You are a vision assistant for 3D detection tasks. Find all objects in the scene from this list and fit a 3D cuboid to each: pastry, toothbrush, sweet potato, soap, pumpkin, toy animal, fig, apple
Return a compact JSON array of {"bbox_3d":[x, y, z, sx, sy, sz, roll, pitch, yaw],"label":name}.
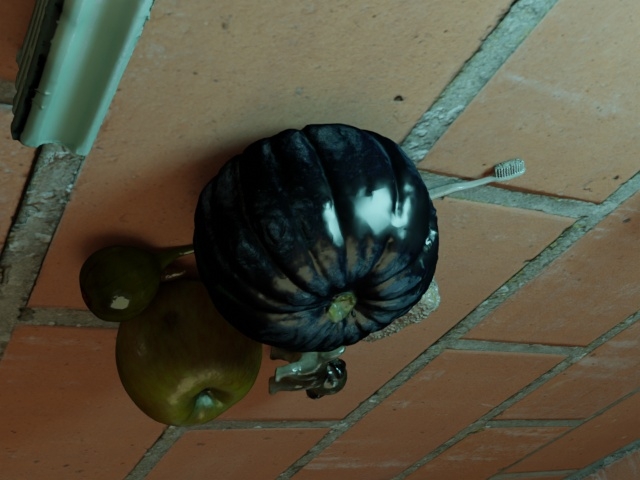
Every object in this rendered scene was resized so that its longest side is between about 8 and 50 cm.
[{"bbox_3d":[0.126,0.136,1.526,0.265,0.103,0.112,-27,128,29],"label":"pastry"},{"bbox_3d":[0.197,-0.083,1.300,0.307,0.025,0.029,-17,139,3],"label":"toothbrush"},{"bbox_3d":[-0.275,0.057,1.318,0.095,0.034,0.034,-5,147,5],"label":"sweet potato"},{"bbox_3d":[-0.250,-0.223,0.804,0.094,0.150,0.261,10,140,-28],"label":"soap"},{"bbox_3d":[0.000,0.000,1.130,0.363,0.266,0.363,-10,142,-8],"label":"pumpkin"},{"bbox_3d":[-0.028,0.263,1.629,0.168,0.121,0.233,1,156,3],"label":"toy animal"},{"bbox_3d":[-0.277,0.042,1.256,0.236,0.124,0.124,-29,153,-24],"label":"fig"},{"bbox_3d":[-0.228,0.200,1.357,0.264,0.264,0.264,-10,147,-7],"label":"apple"}]
